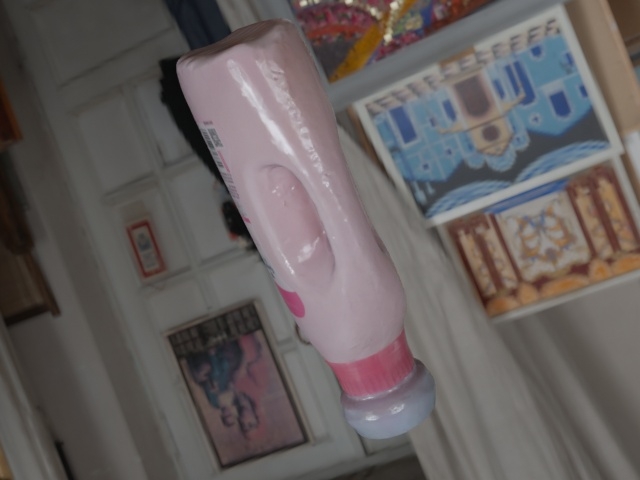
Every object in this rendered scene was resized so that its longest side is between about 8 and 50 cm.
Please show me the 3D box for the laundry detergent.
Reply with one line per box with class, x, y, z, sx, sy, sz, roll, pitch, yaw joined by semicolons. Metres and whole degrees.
laundry detergent;0.000;0.000;0.718;0.088;0.335;0.159;-30;-162;-16
